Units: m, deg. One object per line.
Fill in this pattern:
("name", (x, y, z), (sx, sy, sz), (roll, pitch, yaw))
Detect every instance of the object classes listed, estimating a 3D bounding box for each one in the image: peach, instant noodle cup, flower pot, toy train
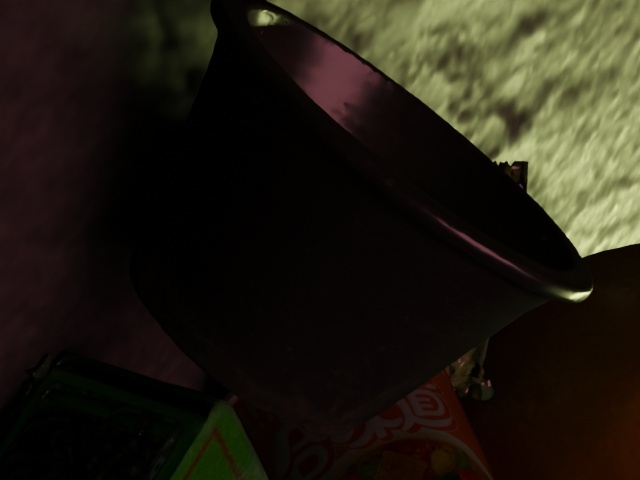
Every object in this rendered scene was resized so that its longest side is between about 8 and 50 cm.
("peach", (0.223, 0.150, 1.292), (0.332, 0.308, 0.308), (-19, 128, -32))
("instant noodle cup", (0.041, 0.163, 1.040), (0.168, 0.185, 0.168), (-19, 142, -16))
("flower pot", (0.000, 0.000, 0.924), (0.148, 0.235, 0.235), (-50, 152, 13))
("toy train", (-0.113, 0.191, 0.919), (0.243, 0.132, 0.188), (-60, 147, -28))

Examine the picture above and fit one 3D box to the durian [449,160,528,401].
("durian", (0.055, 0.026, 1.120), (0.137, 0.095, 0.220), (-9, 133, -12))
